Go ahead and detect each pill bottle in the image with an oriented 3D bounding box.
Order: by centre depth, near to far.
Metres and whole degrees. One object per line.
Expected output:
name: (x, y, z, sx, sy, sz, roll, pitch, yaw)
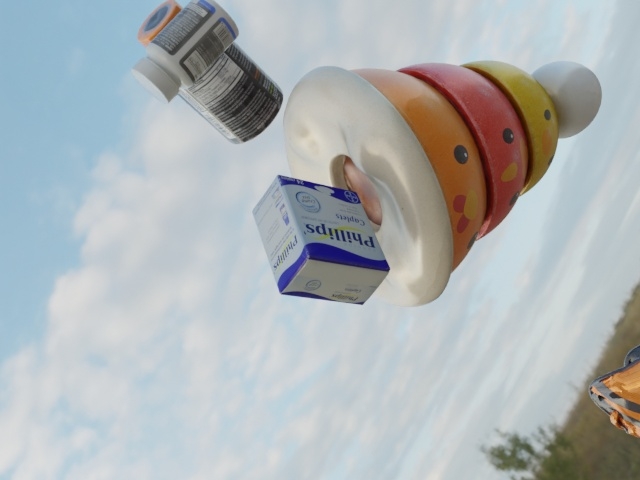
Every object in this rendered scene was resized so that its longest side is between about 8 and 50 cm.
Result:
pill bottle: (-0.179, -0.250, 1.145, 0.137, 0.078, 0.078, -48, -22, -10)
pill bottle: (-0.184, -0.280, 1.429, 0.246, 0.130, 0.130, 42, -107, -34)

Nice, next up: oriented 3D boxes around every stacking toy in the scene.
stacking toy: (0.219, -0.153, 1.248, 0.480, 0.350, 0.350, -28, -33, -22)

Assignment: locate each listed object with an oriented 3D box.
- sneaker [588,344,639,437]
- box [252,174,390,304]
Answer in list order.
sneaker: (0.335, 0.208, 0.838, 0.125, 0.180, 0.321, -22, -42, -46)
box: (0.000, 0.000, 1.056, 0.126, 0.137, 0.072, 10, -47, -35)
